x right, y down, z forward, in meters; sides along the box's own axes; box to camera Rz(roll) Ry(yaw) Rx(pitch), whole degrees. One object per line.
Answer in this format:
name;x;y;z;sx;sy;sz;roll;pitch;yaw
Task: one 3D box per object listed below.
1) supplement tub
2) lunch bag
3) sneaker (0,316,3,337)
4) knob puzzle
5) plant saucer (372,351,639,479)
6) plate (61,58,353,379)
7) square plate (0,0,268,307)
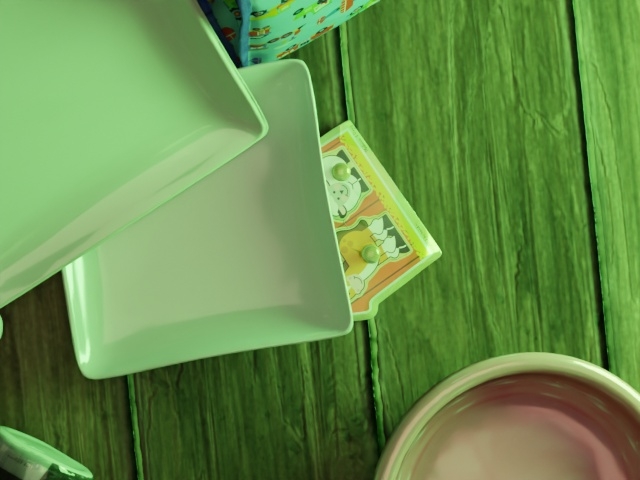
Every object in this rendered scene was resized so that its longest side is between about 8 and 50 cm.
supplement tub;-0.310;0.285;1.742;0.117;0.117;0.190;29;86;-8
lunch bag;-0.001;-0.273;1.697;0.221;0.293;0.138;-32;95;-8
sneaker;-0.414;0.085;1.703;0.226;0.163;0.086;2;88;-10
knob puzzle;0.000;0.000;1.832;0.213;0.030;0.213;0;91;-9
plant saucer;0.207;0.278;1.839;0.332;0.084;0.332;0;89;-9
plate;-0.125;-0.021;1.789;0.278;0.045;0.277;-10;94;0
square plate;-0.256;-0.124;1.637;0.347;0.049;0.344;-33;137;-3
